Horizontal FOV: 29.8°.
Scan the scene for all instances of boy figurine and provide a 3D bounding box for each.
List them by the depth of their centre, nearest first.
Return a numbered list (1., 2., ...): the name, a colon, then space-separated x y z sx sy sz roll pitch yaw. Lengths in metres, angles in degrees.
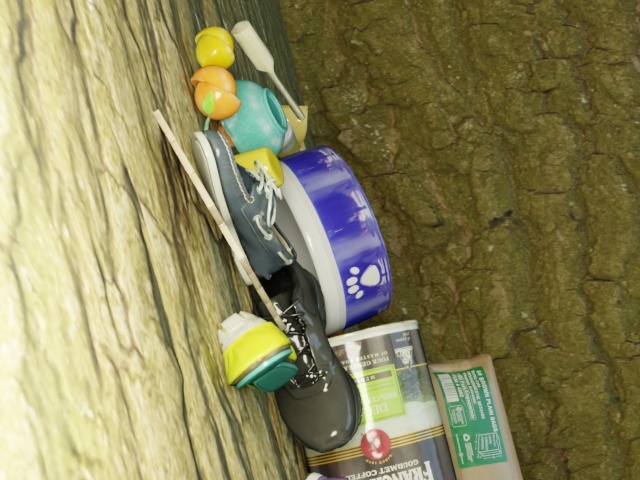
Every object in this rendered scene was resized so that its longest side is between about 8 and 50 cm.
1. boy figurine: -0.042 -0.151 2.366 0.177 0.092 0.285 -94 172 -55

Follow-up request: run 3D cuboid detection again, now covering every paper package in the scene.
1. paper package: 0.169 0.377 1.922 0.309 0.168 0.325 -35 -117 53

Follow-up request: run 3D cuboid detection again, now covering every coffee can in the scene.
1. coffee can: 0.072 0.267 1.676 0.201 0.201 0.275 51 25 -81

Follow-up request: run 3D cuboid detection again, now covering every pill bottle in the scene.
1. pill bottle: -0.077 -0.181 2.144 0.116 0.065 0.065 68 9 -63

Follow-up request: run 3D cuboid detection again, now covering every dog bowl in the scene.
1. dog bowl: 0.000 0.000 1.739 0.265 0.104 0.265 158 -90 -76

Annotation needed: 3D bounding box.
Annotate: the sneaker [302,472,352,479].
1. sneaker: 0.065 0.402 1.488 0.107 0.124 0.283 -69 149 -42

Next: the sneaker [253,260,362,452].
1. sneaker: -0.034 0.132 1.510 0.130 0.109 0.286 59 7 -56

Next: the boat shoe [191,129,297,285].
1. boat shoe: -0.083 -0.041 1.390 0.254 0.079 0.095 72 -4 -47

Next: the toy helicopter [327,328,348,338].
1. toy helicopter: -0.004 0.073 2.112 0.355 0.140 0.235 29 55 -70

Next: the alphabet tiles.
1. alphabet tiles: -0.105 -0.029 1.194 0.198 0.009 0.237 58 -4 25

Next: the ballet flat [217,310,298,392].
1. ballet flat: -0.071 0.113 1.248 0.077 0.077 0.231 55 -3 11

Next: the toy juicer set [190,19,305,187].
1. toy juicer set: -0.113 -0.188 1.599 0.209 0.089 0.329 61 17 -19
